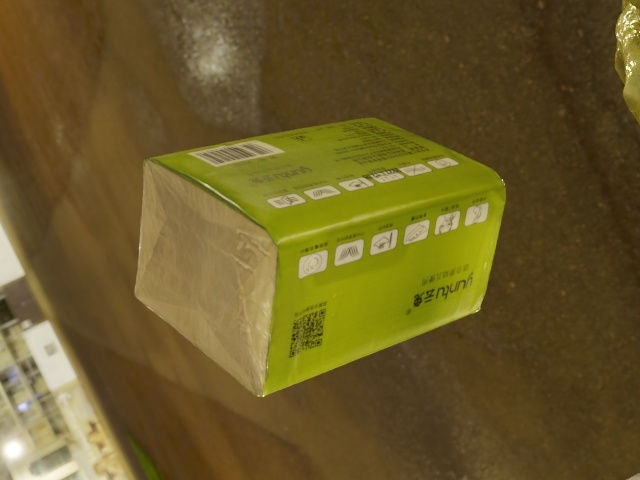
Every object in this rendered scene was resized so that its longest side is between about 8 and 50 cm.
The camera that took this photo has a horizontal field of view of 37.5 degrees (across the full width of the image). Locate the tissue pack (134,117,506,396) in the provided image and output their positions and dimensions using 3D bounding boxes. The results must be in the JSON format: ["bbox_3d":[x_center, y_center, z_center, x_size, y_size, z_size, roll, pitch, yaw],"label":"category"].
[{"bbox_3d":[0.000,0.000,0.872,0.200,0.275,0.167,32,124,40],"label":"tissue pack"}]

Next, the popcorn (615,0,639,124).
[{"bbox_3d":[0.288,-0.166,0.466,0.312,0.312,0.312,53,160,30],"label":"popcorn"}]

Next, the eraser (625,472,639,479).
[{"bbox_3d":[0.210,0.143,0.471,0.150,0.104,0.023,-8,92,52],"label":"eraser"}]
